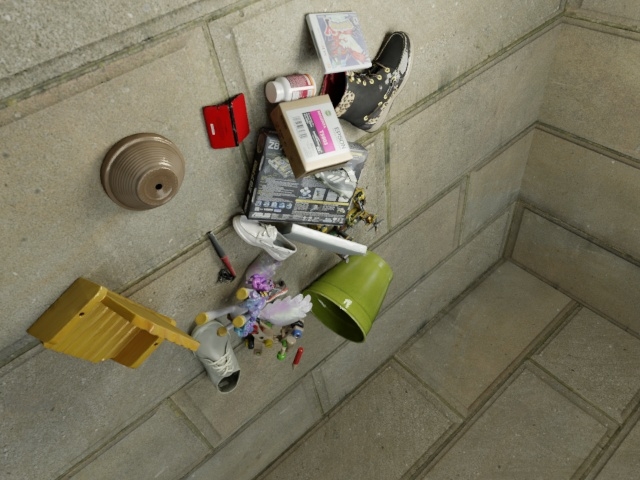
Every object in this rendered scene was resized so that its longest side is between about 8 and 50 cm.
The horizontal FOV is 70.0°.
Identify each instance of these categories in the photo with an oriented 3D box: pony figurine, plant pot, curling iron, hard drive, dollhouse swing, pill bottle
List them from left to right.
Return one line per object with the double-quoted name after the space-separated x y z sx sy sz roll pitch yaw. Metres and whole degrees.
-0.614 0.320 1.414 0.315 0.305 0.347 -48 145 -6 "dollhouse swing"
-0.481 -0.174 1.294 0.238 0.110 0.237 -29 140 -28 "plant pot"
-0.368 0.069 1.691 0.068 0.035 0.273 -34 141 -24 "curling iron"
-0.257 0.236 1.761 0.351 0.302 0.363 -32 173 11 "pony figurine"
-0.096 -0.483 1.463 0.152 0.086 0.086 -21 135 -35 "pill bottle"
0.000 0.000 1.791 0.308 0.203 0.040 16 82 -20 "hard drive"
0.161 0.237 2.191 0.353 0.367 0.366 -49 146 -24 "plant pot"

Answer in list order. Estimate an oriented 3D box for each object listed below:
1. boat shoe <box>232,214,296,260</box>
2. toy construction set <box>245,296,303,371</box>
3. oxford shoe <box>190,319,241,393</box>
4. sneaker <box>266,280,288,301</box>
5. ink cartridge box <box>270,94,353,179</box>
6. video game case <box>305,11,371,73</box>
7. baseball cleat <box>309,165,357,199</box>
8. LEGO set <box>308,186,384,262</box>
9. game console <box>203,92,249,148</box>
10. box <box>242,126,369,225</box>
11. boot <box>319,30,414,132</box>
-0.198 -0.022 1.689 0.096 0.098 0.277 -24 138 34 "boat shoe"
-0.197 0.451 2.012 0.258 0.308 0.237 -8 132 -34 "toy construction set"
-0.427 0.494 1.925 0.169 0.130 0.448 -29 138 -25 "oxford shoe"
-0.218 0.219 1.988 0.158 0.061 0.064 -25 110 -34 "sneaker"
-0.027 -0.337 1.480 0.194 0.234 0.088 -22 179 -28 "ink cartridge box"
0.063 -0.637 1.467 0.202 0.023 0.183 -23 98 -34 "video game case"
0.045 -0.227 1.590 0.206 0.072 0.109 32 86 -39 "baseball cleat"
0.129 -0.064 1.985 0.331 0.192 0.254 -39 143 -17 "LEGO set"
-0.288 -0.369 1.416 0.124 0.085 0.143 -8 133 -5 "game console"
-0.055 -0.215 1.642 0.396 0.097 0.318 2 123 -27 "box"
0.164 -0.580 1.630 0.284 0.138 0.377 -3 128 -46 "boot"
